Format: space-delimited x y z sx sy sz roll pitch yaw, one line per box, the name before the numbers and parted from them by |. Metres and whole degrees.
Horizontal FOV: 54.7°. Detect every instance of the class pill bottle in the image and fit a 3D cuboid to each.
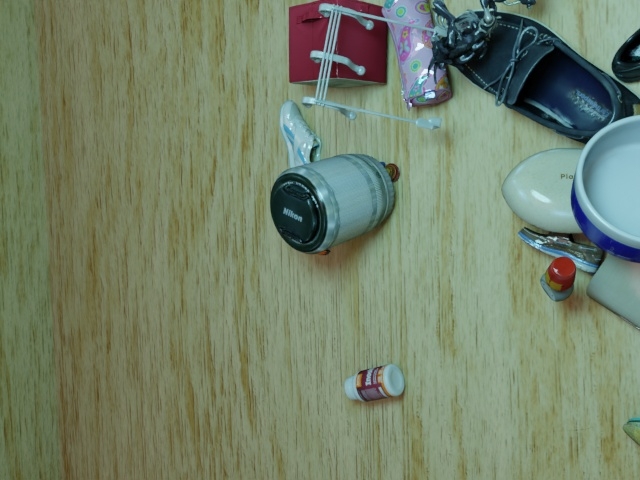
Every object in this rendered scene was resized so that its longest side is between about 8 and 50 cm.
pill bottle | 0.143 0.388 1.671 0.152 0.086 0.086 -23 80 36

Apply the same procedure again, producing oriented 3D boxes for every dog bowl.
dog bowl | 0.605 -0.094 1.139 0.265 0.104 0.264 -5 67 12

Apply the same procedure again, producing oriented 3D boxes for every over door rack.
over door rack | 0.137 -0.395 1.431 0.325 0.108 0.239 11 94 3

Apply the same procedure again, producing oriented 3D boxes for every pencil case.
pencil case | 0.233 -0.463 1.507 0.124 0.124 0.283 -16 84 37

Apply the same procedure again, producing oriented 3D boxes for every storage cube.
storage cube | 0.046 -0.500 1.590 0.184 0.215 0.193 8 101 44

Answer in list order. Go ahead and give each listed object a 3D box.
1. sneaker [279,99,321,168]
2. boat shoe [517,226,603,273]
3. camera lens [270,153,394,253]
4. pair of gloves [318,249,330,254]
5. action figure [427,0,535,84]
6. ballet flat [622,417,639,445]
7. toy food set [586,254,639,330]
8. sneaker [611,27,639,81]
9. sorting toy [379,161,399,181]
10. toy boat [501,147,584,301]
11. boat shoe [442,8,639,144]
sneaker | -0.050 -0.292 1.768 0.092 0.087 0.228 -13 93 30
boat shoe | 0.530 0.005 1.363 0.183 0.066 0.066 27 105 22
camera lens | 0.027 -0.099 1.574 0.219 0.274 0.219 20 120 40
pair of gloves | 0.000 0.000 1.794 0.074 0.010 0.083 15 102 36
action figure | 0.311 -0.462 1.294 0.276 0.164 0.140 -42 61 21
ballet flat | 0.761 0.417 1.173 0.349 0.123 0.123 -1 93 35
toy food set | 0.706 0.051 1.223 0.220 0.092 0.306 41 114 35
sneaker | 0.686 -0.394 1.180 0.267 0.106 0.101 -34 72 33
sorting toy | 0.159 -0.179 1.637 0.102 0.042 0.061 -15 84 37
toy boat | 0.505 -0.038 1.282 0.268 0.148 0.318 8 70 17
boat shoe | 0.453 -0.361 1.328 0.500 0.156 0.186 44 119 28
